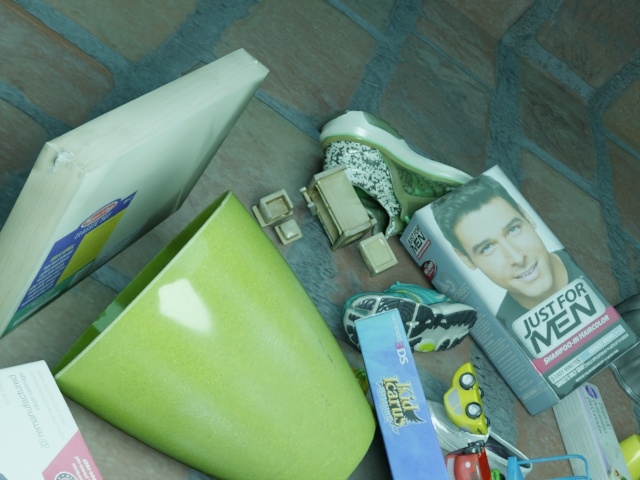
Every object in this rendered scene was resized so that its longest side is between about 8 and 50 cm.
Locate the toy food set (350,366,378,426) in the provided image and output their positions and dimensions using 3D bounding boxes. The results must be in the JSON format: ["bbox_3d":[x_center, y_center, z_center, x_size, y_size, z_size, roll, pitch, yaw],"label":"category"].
[{"bbox_3d":[0.004,0.209,1.068,0.218,0.071,0.128,-13,59,-51],"label":"toy food set"}]

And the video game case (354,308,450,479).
[{"bbox_3d":[0.112,0.259,0.990,0.061,0.244,0.269,-15,46,2],"label":"video game case"}]

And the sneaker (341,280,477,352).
[{"bbox_3d":[0.124,0.117,1.303,0.275,0.107,0.110,8,24,-46],"label":"sneaker"}]

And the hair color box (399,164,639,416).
[{"bbox_3d":[0.323,0.078,1.399,0.185,0.113,0.374,-30,73,-21],"label":"hair color box"}]

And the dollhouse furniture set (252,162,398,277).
[{"bbox_3d":[0.000,0.000,1.339,0.161,0.101,0.181,-24,81,-19],"label":"dollhouse furniture set"}]

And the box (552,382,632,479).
[{"bbox_3d":[0.443,0.365,1.325,0.063,0.067,0.324,25,34,-23],"label":"box"}]

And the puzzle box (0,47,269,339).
[{"bbox_3d":[-0.226,-0.069,0.990,0.052,0.272,0.409,40,32,1],"label":"puzzle box"}]

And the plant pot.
[{"bbox_3d":[-0.088,0.144,0.908,0.293,0.275,0.274,44,32,-10],"label":"plant pot"}]

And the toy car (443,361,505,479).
[{"bbox_3d":[0.209,0.308,1.105,0.239,0.053,0.224,-75,146,-63],"label":"toy car"}]

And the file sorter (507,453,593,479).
[{"bbox_3d":[0.311,0.374,1.076,0.118,0.105,0.170,-68,138,-57],"label":"file sorter"}]

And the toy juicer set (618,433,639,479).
[{"bbox_3d":[0.598,0.470,1.347,0.209,0.089,0.329,24,25,-45],"label":"toy juicer set"}]

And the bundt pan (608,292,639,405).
[{"bbox_3d":[0.723,0.238,1.707,0.331,0.124,0.330,27,35,-21],"label":"bundt pan"}]

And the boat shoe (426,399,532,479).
[{"bbox_3d":[0.221,0.284,1.203,0.184,0.063,0.066,42,33,3],"label":"boat shoe"}]

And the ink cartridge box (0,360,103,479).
[{"bbox_3d":[-0.321,0.216,0.707,0.237,0.100,0.172,-7,54,-48],"label":"ink cartridge box"}]

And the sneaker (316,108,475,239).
[{"bbox_3d":[0.149,-0.063,1.531,0.410,0.158,0.182,28,65,-21],"label":"sneaker"}]
